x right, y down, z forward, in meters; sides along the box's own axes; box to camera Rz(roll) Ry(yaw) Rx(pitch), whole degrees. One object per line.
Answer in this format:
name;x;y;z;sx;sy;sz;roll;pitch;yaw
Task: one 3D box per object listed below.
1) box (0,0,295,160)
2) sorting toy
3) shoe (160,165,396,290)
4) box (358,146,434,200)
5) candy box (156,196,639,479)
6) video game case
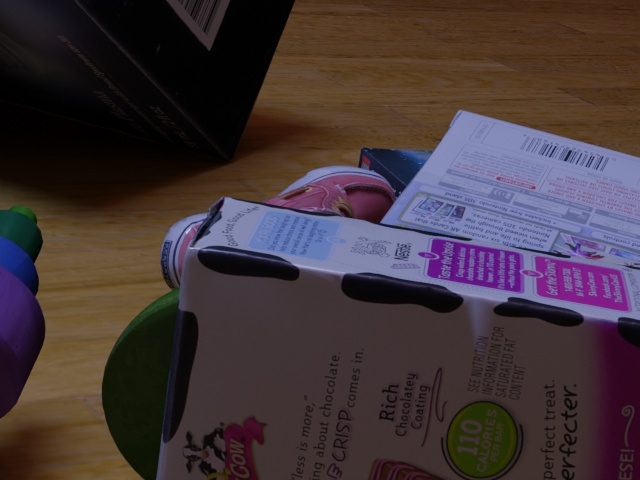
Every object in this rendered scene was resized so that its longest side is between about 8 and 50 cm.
box;-0.205;-0.211;1.108;0.294;0.182;0.296;17;-12;22
sorting toy;0.009;0.040;0.661;0.366;0.127;0.126;10;37;3
shoe;0.000;0.000;0.911;0.178;0.063;0.081;-17;18;-42
box;0.135;-0.004;1.027;0.159;0.044;0.233;1;20;-20
candy box;0.062;0.085;0.550;0.233;0.159;0.071;10;17;3
video game case;0.159;0.037;0.806;0.269;0.061;0.244;16;31;15
